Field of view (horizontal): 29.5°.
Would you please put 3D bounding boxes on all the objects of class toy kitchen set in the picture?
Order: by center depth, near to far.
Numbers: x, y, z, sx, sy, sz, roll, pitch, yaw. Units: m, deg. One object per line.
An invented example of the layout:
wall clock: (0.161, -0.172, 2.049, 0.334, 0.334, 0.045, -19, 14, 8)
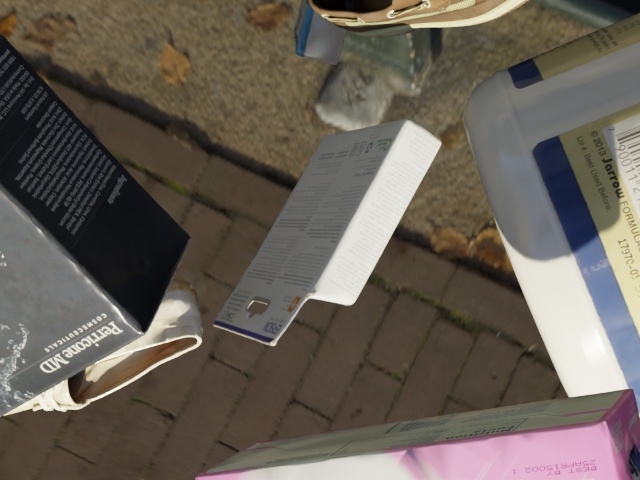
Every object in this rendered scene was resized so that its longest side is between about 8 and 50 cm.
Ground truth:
toy kitchen set: (-0.039, -0.300, 1.191, 0.166, 0.122, 0.207, 13, 107, -6)

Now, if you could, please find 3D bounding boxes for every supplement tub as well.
supplement tub: (0.263, -0.041, 0.689, 0.316, 0.228, 0.228, -21, 76, 11)

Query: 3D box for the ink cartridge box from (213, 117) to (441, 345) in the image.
ink cartridge box: (0.000, 0.000, 1.097, 0.045, 0.223, 0.224, 34, 81, -16)

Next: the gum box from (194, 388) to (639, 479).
gum box: (0.053, 0.130, 0.499, 0.188, 0.062, 0.107, -12, 90, 24)

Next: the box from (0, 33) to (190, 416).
box: (-0.186, 0.002, 0.659, 0.156, 0.093, 0.158, -30, 114, 28)

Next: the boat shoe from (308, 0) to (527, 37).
boat shoe: (0.088, -0.227, 1.032, 0.095, 0.257, 0.095, 6, 77, -40)

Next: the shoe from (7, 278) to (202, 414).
shoe: (-0.201, 0.104, 1.036, 0.219, 0.076, 0.058, -26, 61, 3)
